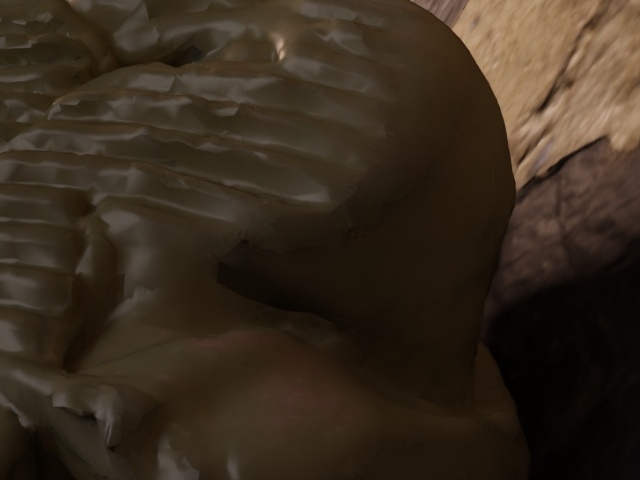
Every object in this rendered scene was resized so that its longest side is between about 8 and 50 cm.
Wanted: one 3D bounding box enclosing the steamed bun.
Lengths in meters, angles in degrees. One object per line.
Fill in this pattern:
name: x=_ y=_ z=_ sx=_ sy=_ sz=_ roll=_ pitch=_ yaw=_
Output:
steamed bun: x=-0.084 y=0.069 z=0.605 sx=0.339 sy=0.247 sz=0.352 roll=-8 pitch=44 yaw=15
